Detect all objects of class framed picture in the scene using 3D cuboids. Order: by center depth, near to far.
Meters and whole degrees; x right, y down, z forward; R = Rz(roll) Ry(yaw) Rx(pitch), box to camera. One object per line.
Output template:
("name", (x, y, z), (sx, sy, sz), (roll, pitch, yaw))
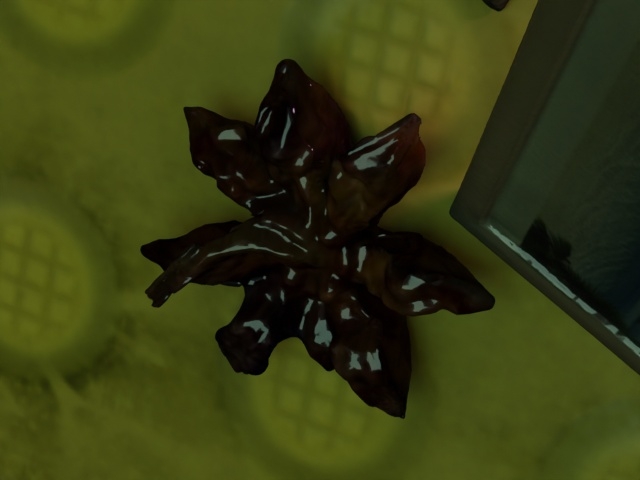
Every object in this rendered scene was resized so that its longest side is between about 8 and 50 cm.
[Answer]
("framed picture", (0.156, 0.011, 0.677), (0.232, 0.315, 0.024), (40, 74, 9))

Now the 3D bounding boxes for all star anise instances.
("star anise", (0.000, 0.001, 0.850), (0.167, 0.057, 0.168), (6, 110, 18))

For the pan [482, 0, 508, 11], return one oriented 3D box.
("pan", (0.126, -0.169, 0.739), (0.128, 0.048, 0.202), (17, 111, 22))
